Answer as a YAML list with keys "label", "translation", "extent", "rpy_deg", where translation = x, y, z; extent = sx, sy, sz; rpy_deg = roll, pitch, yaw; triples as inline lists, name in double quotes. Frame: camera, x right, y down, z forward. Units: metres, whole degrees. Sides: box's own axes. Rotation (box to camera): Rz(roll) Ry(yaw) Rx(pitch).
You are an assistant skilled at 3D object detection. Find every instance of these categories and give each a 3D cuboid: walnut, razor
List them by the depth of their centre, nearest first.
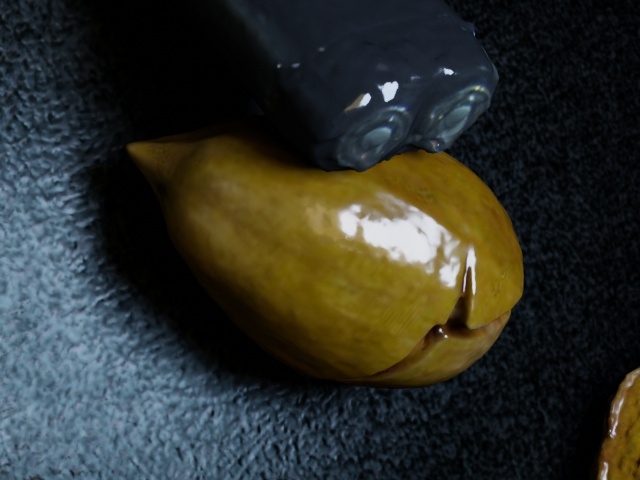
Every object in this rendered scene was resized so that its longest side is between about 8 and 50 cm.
- label: "razor"
  translation: [-0.024, -0.186, 1.118]
  extent: [0.189, 0.107, 0.327]
  rpy_deg: [-19, 51, -37]
- label: "walnut"
  translation: [0.000, 0.000, 1.146]
  extent: [0.336, 0.209, 0.209]
  rpy_deg: [24, 70, -13]

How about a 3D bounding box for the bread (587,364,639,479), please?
- label: "bread"
  translation: [0.386, 0.226, 1.335]
  extent: [0.312, 0.172, 0.312]
  rpy_deg: [4, 81, -30]
